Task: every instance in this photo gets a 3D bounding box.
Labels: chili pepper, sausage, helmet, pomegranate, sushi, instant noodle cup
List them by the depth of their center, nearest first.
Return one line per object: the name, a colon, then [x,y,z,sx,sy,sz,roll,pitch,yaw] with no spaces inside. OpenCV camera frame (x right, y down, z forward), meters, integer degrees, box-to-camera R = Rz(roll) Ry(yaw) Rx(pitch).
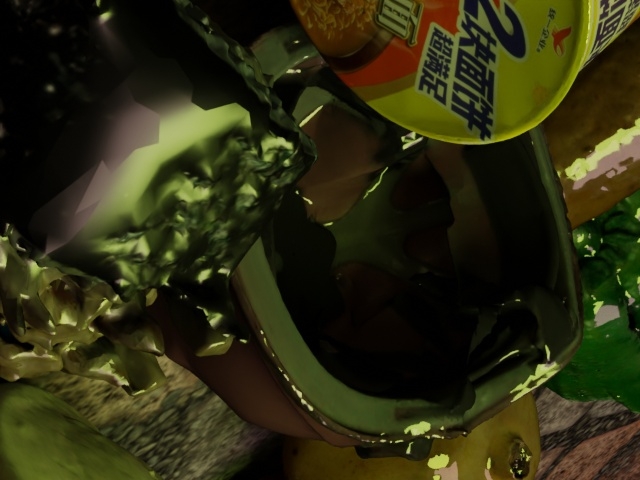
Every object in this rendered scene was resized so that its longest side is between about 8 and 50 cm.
sushi: [-0.138,-0.049,0.871,0.219,0.238,0.225,-38,143,9]
instant noodle cup: [0.104,-0.180,1.039,0.174,0.213,0.213,-33,160,-40]
helmet: [0.000,0.000,1.175,0.197,0.271,0.338,-15,-179,44]
sausage: [0.214,-0.100,1.395,0.501,0.123,0.136,-34,-157,7]
pomegranate: [0.074,0.174,1.649,0.233,0.233,0.233,-32,157,-15]
chili pepper: [0.239,0.052,1.697,0.167,0.213,0.385,-14,159,14]

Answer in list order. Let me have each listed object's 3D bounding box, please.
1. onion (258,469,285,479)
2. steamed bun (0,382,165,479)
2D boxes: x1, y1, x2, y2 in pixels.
onion: [-0.023,0.302,1.815,0.230,0.163,0.230,-34,166,-9]
steamed bun: [-0.240,0.288,1.292,0.371,0.290,0.456,-34,161,0]
